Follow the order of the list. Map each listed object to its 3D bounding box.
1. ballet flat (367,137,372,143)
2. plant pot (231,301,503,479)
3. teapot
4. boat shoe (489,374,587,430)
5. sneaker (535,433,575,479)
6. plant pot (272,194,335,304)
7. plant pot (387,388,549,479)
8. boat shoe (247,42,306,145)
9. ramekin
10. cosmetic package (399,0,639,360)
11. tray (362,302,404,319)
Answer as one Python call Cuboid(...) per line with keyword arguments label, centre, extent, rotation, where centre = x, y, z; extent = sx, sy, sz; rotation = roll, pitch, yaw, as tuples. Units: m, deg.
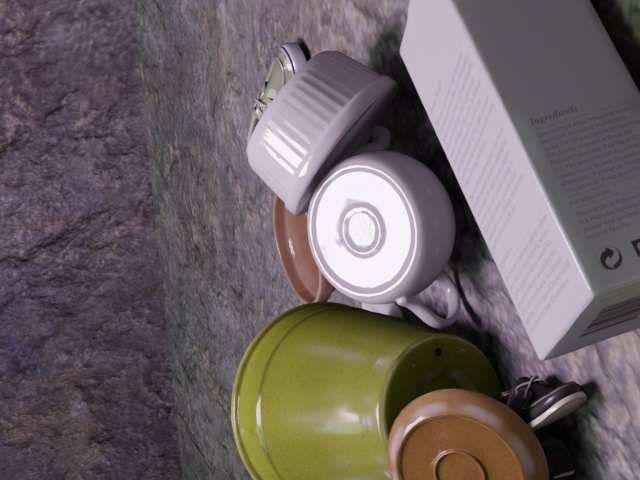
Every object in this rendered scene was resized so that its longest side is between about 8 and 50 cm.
Cuboid(label="ballet flat", centre=(0.054, -0.118, 2.109), extent=(0.203, 0.074, 0.074), rotation=(111, 141, -54))
Cuboid(label="plant pot", centre=(0.099, 0.274, 1.909), extent=(0.353, 0.367, 0.366), rotation=(-9, 95, 59))
Cuboid(label="teapot", centre=(0.119, -0.021, 1.844), extent=(0.253, 0.187, 0.256), rotation=(25, 111, 33))
Cuboid(label="boat shoe", centre=(0.296, 0.228, 1.665), extent=(0.079, 0.084, 0.233), rotation=(67, 161, 11))
Cuboid(label="sneaker", centre=(0.288, 0.364, 1.756), extent=(0.162, 0.106, 0.281), rotation=(-125, 28, -52))
Cuboid(label="plant pot", centre=(0.000, 0.000, 2.272), extent=(0.237, 0.110, 0.237), rotation=(166, 90, -69))
Cuboid(label="plant pot", centre=(0.197, 0.320, 1.646), extent=(0.236, 0.032, 0.236), rotation=(8, 110, 24))
Cuboid(label="boat shoe", centre=(-0.085, -0.261, 2.344), extent=(0.302, 0.094, 0.109), rotation=(101, 149, -50))
Cuboid(label="ramekin", centre=(-0.004, -0.181, 1.892), extent=(0.127, 0.273, 0.273), rotation=(38, 152, 6))
Cuboid(label="cosmetic package", centre=(0.258, -0.118, 1.381), extent=(0.230, 0.162, 0.453), rotation=(102, 148, -66))
Cuboid(label="tray", centre=(0.115, 0.219, 2.231), extent=(0.145, 0.030, 0.270), rotation=(-136, 37, -54))
